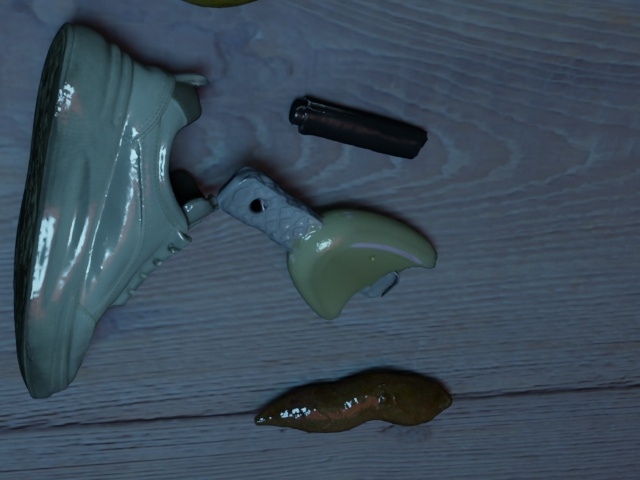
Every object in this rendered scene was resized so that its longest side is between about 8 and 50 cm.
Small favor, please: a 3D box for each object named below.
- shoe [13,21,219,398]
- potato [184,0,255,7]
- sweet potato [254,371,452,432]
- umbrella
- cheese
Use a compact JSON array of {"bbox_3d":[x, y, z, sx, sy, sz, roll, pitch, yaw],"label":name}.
[{"bbox_3d":[-0.166,-0.015,0.738,0.159,0.124,0.316,2,115,-26],"label":"shoe"},{"bbox_3d":[-0.074,-0.248,0.632,0.158,0.178,0.203,-42,159,22],"label":"potato"},{"bbox_3d":[0.039,0.168,0.917,0.218,0.051,0.065,-1,117,-16],"label":"sweet potato"},{"bbox_3d":[0.034,-0.100,0.800,0.133,0.031,0.036,13,109,-20],"label":"umbrella"},{"bbox_3d":[0.000,-0.001,0.804,0.127,0.050,0.235,-41,135,15],"label":"cheese"}]
